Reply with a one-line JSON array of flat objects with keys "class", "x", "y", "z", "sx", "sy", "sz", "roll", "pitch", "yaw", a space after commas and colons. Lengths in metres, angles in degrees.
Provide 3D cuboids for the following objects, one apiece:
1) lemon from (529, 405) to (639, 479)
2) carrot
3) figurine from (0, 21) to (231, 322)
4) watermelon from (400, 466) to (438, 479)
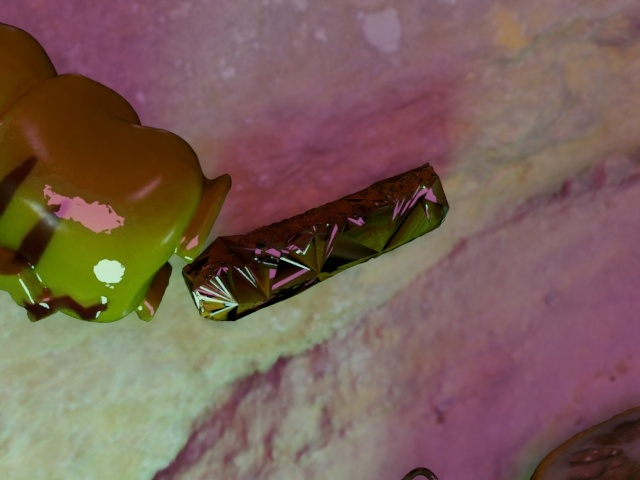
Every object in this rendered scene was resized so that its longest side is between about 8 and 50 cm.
[{"class": "lemon", "x": 0.282, "y": 0.254, "z": 1.043, "sx": 0.241, "sy": 0.240, "sz": 0.219, "roll": -22, "pitch": 102, "yaw": -10}, {"class": "carrot", "x": 0.000, "y": 0.001, "z": 1.099, "sx": 0.229, "sy": 0.069, "sz": 0.069, "roll": -22, "pitch": 89, "yaw": -11}, {"class": "figurine", "x": -0.241, "y": -0.058, "z": 1.020, "sx": 0.327, "sy": 0.218, "sz": 0.169, "roll": 39, "pitch": 40, "yaw": 3}, {"class": "watermelon", "x": 0.084, "y": 0.273, "z": 1.053, "sx": 0.141, "sy": 0.141, "sz": 0.187, "roll": 11, "pitch": 80, "yaw": -8}]
